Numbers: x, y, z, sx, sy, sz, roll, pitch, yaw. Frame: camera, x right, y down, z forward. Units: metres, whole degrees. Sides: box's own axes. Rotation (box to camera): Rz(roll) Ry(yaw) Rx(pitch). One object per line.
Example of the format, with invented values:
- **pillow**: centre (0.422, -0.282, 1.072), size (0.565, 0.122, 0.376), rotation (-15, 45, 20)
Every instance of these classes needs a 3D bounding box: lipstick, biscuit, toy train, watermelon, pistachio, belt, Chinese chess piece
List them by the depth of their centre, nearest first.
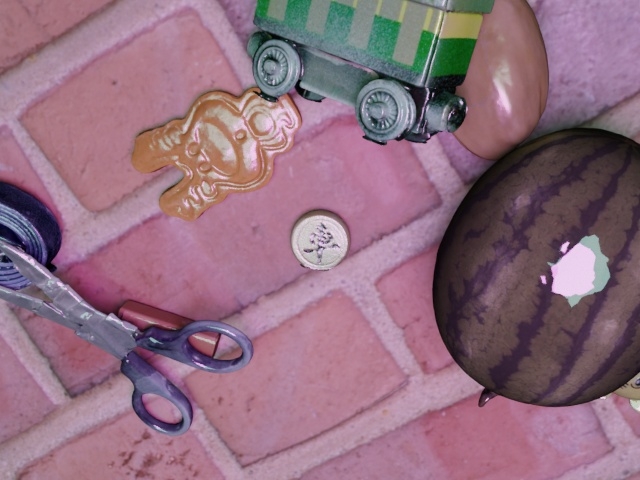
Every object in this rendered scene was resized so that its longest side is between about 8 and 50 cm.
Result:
- **toy train**: centre (0.045, -0.234, 0.890), size (0.300, 0.120, 0.203), rotation (26, 115, 29)
- **watermelon**: centre (0.275, 0.045, 0.902), size (0.278, 0.279, 0.360), rotation (18, 120, 1)
- **pistachio**: centre (0.204, -0.210, 0.918), size (0.135, 0.136, 0.226), rotation (-11, 97, 9)
- **biscuit**: centre (-0.135, -0.124, 1.028), size (0.236, 0.040, 0.144), rotation (-27, 106, 15)
- **Chinese chess piece**: centre (0.000, 0.000, 1.044), size (0.084, 0.034, 0.084), rotation (1, 104, 5)
- **belt**: centre (-0.457, -0.008, 1.064), size (0.190, 0.082, 0.142), rotation (16, 114, -4)
- **lipstick**: centre (-0.218, 0.131, 1.098), size (0.145, 0.045, 0.045), rotation (18, 105, 0)

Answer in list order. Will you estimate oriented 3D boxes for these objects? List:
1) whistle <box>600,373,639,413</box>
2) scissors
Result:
- **whistle**: centre (0.447, 0.100, 0.984), size (0.131, 0.106, 0.289), rotation (39, 109, 14)
- **scissors**: centre (-0.305, 0.127, 1.061), size (0.383, 0.029, 0.256), rotation (31, 124, -11)
